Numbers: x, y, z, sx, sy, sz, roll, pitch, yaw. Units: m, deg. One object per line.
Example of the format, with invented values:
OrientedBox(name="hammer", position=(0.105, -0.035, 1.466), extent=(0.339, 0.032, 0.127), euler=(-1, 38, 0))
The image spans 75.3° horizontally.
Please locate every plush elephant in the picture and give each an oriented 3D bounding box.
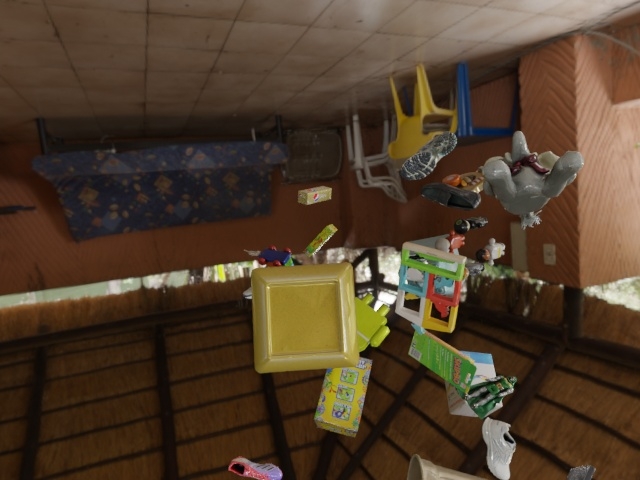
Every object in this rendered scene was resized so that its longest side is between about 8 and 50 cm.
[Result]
OrientedBox(name="plush elephant", position=(0.667, -0.229, 1.366), extent=(0.272, 0.255, 0.330), euler=(-9, 144, 19))

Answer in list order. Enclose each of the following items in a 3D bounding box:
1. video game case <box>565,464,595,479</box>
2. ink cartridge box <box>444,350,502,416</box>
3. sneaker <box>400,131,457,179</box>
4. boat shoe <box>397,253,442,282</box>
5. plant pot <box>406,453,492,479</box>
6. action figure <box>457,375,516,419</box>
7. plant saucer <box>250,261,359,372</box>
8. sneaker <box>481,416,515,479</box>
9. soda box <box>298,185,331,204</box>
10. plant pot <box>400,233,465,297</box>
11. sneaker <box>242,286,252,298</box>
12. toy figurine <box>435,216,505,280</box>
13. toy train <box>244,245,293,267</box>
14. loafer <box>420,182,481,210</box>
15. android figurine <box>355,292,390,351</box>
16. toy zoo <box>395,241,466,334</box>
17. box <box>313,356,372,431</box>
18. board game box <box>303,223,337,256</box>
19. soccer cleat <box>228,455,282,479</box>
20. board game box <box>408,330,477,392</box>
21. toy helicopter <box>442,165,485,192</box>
OrientedBox(name="video game case", position=(0.914, 0.964, 1.531), extent=(0.026, 0.274, 0.196), euler=(30, 158, 25))
OrientedBox(name="ink cartridge box", position=(0.775, 0.742, 2.144), extent=(0.197, 0.270, 0.198), euler=(8, 141, -6))
OrientedBox(name="sneaker", position=(0.474, -0.369, 1.852), extent=(0.283, 0.110, 0.122), euler=(-37, -169, 5))
OrientedBox(name="boat shoe", position=(0.357, 0.095, 1.393), extent=(0.183, 0.083, 0.065), euler=(6, -155, -3))
OrientedBox(name="plant pot", position=(0.491, 0.983, 1.512), extent=(0.306, 0.333, 0.334), euler=(6, -174, 3))
OrientedBox(name="action figure", position=(0.680, 0.591, 1.638), extent=(0.232, 0.063, 0.137), euler=(-19, -133, -18))
OrientedBox(name="plant saucer", position=(-0.050, 0.239, 1.291), extent=(0.333, 0.332, 0.081), euler=(-3, 173, -2))
OrientedBox(name="sneaker", position=(0.846, 0.983, 1.941), extent=(0.129, 0.297, 0.111), euler=(-10, -174, 42))
OrientedBox(name="soda box", position=(-0.025, -0.219, 2.005), extent=(0.061, 0.058, 0.181), euler=(20, -154, 37))
OrientedBox(name="plant pot", position=(0.497, 0.138, 1.886), extent=(0.248, 0.247, 0.252), euler=(-12, -169, 26))
OrientedBox(name="sneaker", position=(-0.228, 0.162, 1.522), extent=(0.135, 0.058, 0.052), euler=(-28, -143, -19))
OrientedBox(name="toy figurine", position=(0.575, 0.028, 1.613), extent=(0.148, 0.209, 0.213), euler=(-12, 154, -32))
OrientedBox(name="toy train", position=(-0.230, 0.106, 1.908), extent=(0.248, 0.143, 0.105), euler=(7, -137, 33))
OrientedBox(name="loafer", position=(0.475, -0.161, 1.538), extent=(0.223, 0.076, 0.078), euler=(17, -137, 29))
OrientedBox(name="android figurine", position=(0.161, 0.350, 1.748), extent=(0.248, 0.056, 0.273), euler=(36, -112, 29))
OrientedBox(name="toy zoo", position=(0.334, 0.164, 1.293), extent=(0.192, 0.293, 0.030), euler=(16, -154, 32))
OrientedBox(name="box", position=(0.097, 0.652, 1.754), extent=(0.177, 0.279, 0.290), euler=(12, 152, 9))
OrientedBox(name="board game box", position=(0.000, 0.000, 2.079), extent=(0.181, 0.043, 0.092), euler=(-47, 173, 18))
OrientedBox(name="soccer cleat", position=(-0.300, 1.060, 1.904), extent=(0.248, 0.083, 0.095), euler=(11, 177, 14))
OrientedBox(name="board game box", position=(0.451, 0.439, 1.538), extent=(0.039, 0.124, 0.259), euler=(-10, -150, -41))
OrientedBox(name="toy helicopter", position=(0.749, -0.272, 1.878), extent=(0.355, 0.140, 0.235), euler=(0, -145, 49))
